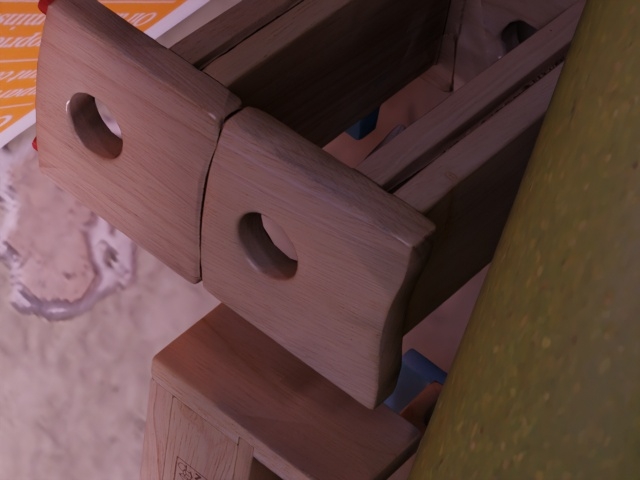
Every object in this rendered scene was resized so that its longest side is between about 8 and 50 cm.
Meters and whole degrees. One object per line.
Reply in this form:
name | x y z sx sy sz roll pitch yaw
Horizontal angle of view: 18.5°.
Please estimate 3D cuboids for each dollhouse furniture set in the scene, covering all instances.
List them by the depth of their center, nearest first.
dollhouse furniture set | 0.000 0.000 0.594 0.129 0.129 0.183 35 140 22

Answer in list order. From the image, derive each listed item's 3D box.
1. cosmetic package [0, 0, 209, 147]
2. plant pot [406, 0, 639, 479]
cosmetic package | -0.255 -0.055 0.645 0.453 0.230 0.161 -31 81 28
plant pot | 0.133 0.049 0.447 0.276 0.276 0.254 13 90 27
